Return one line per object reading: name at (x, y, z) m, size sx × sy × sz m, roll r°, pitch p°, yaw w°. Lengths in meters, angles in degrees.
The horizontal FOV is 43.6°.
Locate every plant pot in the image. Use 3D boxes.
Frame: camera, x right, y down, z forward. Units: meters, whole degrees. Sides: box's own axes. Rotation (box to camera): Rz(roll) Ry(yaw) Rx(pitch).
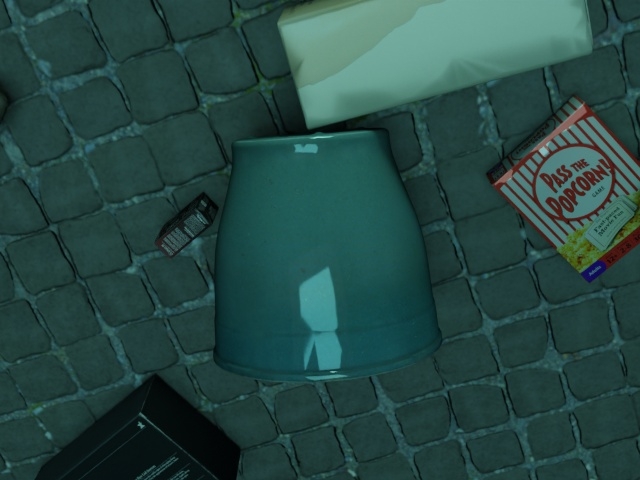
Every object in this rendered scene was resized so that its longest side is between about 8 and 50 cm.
plant pot at (0.000, 0.000, 0.935) m, size 0.271 × 0.271 × 0.255 m, roll -4°, pitch 98°, yaw 3°

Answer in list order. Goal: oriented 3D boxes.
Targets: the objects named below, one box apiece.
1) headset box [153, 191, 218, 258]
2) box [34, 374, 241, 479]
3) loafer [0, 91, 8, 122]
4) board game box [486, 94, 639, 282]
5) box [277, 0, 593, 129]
headset box at (-0.174, -0.017, 1.025) m, size 0.083 × 0.062 × 0.032 m, roll -39°, pitch 106°, yaw 15°
box at (-0.274, 0.349, 1.165) m, size 0.261 × 0.103 × 0.184 m, roll -39°, pitch 110°, yaw 17°
loafer at (-0.488, -0.107, 0.999) m, size 0.267 × 0.084 × 0.096 m, roll -35°, pitch 77°, yaw 11°
board game box at (0.328, -0.061, 1.002) m, size 0.193 × 0.045 × 0.147 m, roll 41°, pitch 108°, yaw -15°
box at (0.120, -0.232, 0.881) m, size 0.311 × 0.148 × 0.121 m, roll -15°, pitch 112°, yaw 6°
